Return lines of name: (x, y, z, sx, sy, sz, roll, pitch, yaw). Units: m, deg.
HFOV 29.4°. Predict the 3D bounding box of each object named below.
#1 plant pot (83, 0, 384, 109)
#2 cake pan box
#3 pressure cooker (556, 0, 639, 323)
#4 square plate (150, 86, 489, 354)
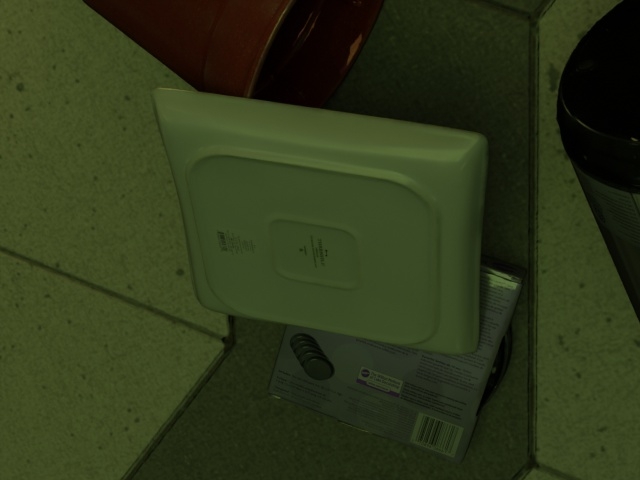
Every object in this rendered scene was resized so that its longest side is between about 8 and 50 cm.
plant pot: (-0.105, -0.278, 1.323, 0.265, 0.272, 0.272, 33, 109, 14)
cake pan box: (0.093, 0.111, 1.450, 0.267, 0.070, 0.245, 18, 109, 11)
pressure cooker: (0.444, -0.031, 1.132, 0.375, 0.370, 0.420, -14, 122, 27)
square plate: (0.000, 0.000, 1.293, 0.344, 0.049, 0.347, 9, 139, 13)
